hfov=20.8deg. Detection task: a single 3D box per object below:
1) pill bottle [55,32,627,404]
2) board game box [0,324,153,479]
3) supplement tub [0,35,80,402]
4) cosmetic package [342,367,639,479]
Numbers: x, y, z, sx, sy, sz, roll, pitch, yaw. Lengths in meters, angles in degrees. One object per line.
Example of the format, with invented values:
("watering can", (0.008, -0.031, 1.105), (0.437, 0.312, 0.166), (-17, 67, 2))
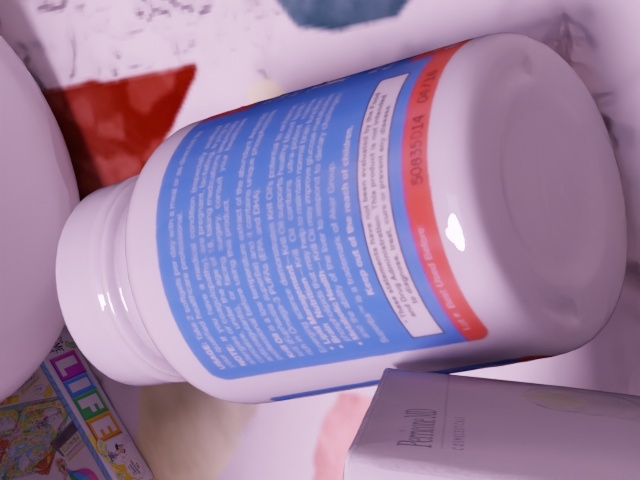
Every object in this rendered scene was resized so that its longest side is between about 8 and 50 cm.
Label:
("pill bottle", (0.000, 0.000, 0.704), (0.221, 0.124, 0.124), (-12, 96, 36))
("board game box", (-0.166, 0.115, 0.916), (0.154, 0.026, 0.103), (-36, 81, 36))
("supplement tub", (-0.299, 0.020, 0.854), (0.325, 0.235, 0.235), (-26, 87, 38))
("cosmetic package", (0.115, 0.125, 0.535), (0.224, 0.224, 0.138), (6, 92, 4))
